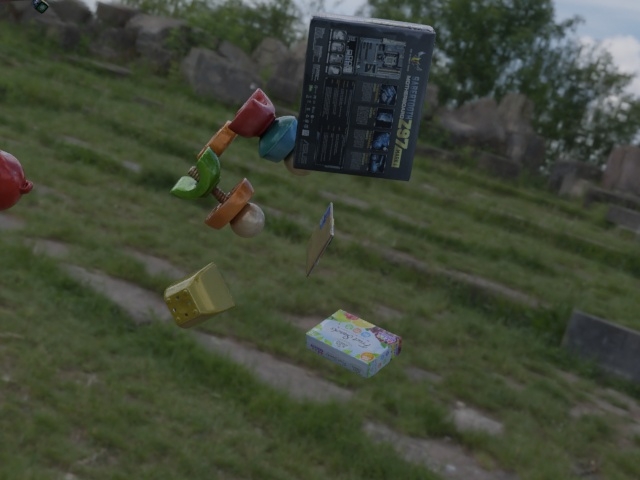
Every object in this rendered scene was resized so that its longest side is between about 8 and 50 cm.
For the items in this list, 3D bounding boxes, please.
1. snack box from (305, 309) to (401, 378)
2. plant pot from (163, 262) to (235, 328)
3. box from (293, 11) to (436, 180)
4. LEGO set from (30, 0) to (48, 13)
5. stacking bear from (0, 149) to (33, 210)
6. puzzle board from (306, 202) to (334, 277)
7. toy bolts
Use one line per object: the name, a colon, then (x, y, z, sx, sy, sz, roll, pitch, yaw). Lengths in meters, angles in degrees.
snack box: (0.058, 0.182, 1.577, 0.141, 0.037, 0.100, 22, 38, 34)
plant pot: (-0.199, 0.093, 1.399, 0.082, 0.081, 0.083, -26, 2, 21)
box: (0.061, -0.212, 1.327, 0.184, 0.232, 0.059, 6, 25, -3)
LEGO set: (-0.591, -0.515, 1.600, 0.244, 0.060, 0.182, 45, 6, -1)
stacking bear: (-0.618, -0.078, 1.432, 0.289, 0.164, 0.175, -20, 33, -37)
puzzle board: (0.000, 0.000, 1.775, 0.011, 0.128, 0.096, 18, 41, -15)
toy bolts: (-0.110, -0.132, 1.511, 0.158, 0.228, 0.218, 41, 26, -12)
